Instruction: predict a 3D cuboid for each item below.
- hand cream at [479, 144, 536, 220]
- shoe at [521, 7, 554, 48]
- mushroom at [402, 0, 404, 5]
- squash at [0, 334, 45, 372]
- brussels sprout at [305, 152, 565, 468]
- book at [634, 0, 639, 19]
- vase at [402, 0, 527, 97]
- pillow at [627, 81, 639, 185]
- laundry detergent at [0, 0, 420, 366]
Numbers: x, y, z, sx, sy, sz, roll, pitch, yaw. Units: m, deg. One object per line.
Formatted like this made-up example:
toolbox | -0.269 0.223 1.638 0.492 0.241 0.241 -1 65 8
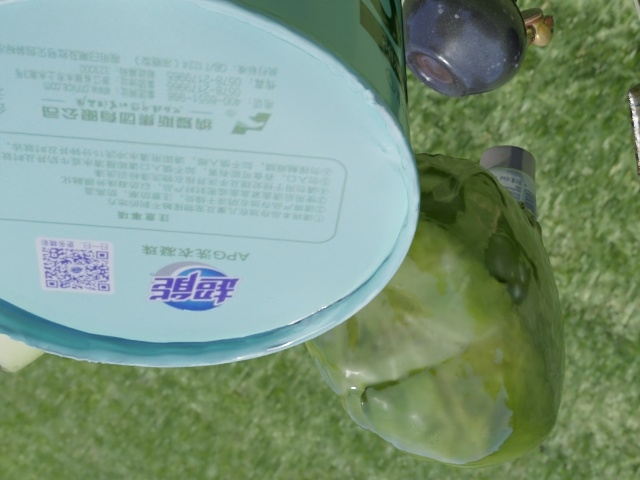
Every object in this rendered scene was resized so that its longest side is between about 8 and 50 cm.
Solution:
hand cream | 0.258 -0.012 1.619 0.133 0.248 0.083 16 150 -4
shoe | 0.343 -0.351 1.964 0.072 0.109 0.069 25 142 54
mushroom | 0.195 -0.500 2.055 0.267 0.189 0.164 58 171 14
squash | -0.445 0.064 1.594 0.237 0.204 0.155 47 173 -20
brussels sprout | 0.113 0.069 1.119 0.247 0.328 0.328 -19 133 9
book | 0.523 -0.401 1.582 0.216 0.310 0.021 -7 140 6
vase | 0.153 -0.217 1.027 0.120 0.183 0.120 37 167 10
pillow | 0.346 -0.075 1.117 0.038 0.113 0.203 19 134 48
laundry detergent | -0.091 -0.130 0.673 0.287 0.305 0.287 0 140 0
